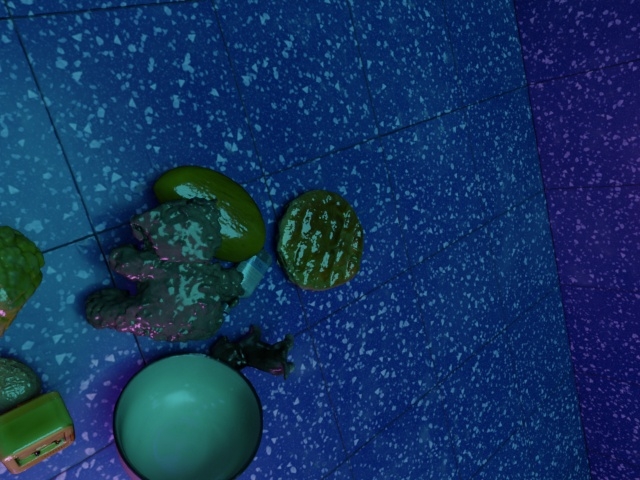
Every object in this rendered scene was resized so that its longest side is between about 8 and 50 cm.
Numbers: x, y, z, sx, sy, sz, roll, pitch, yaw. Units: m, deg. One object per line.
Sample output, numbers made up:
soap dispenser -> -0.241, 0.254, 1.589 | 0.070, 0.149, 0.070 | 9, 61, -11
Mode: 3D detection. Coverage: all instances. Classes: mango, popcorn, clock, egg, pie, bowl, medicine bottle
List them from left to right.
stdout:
popcorn -> -0.668, 0.104, 0.983 | 0.173, 0.225, 0.286 | 39, 68, -28
egg -> -0.662, 0.304, 1.061 | 0.140, 0.116, 0.118 | 24, 93, -3
clock -> -0.600, 0.402, 1.056 | 0.143, 0.202, 0.096 | -27, 73, -36
bowl -> -0.330, 0.473, 1.237 | 0.353, 0.354, 0.185 | -10, 141, -37
mango -> -0.272, -0.078, 1.331 | 0.332, 0.142, 0.195 | 51, 58, -26
medicine bottle -> -0.219, 0.112, 1.431 | 0.090, 0.053, 0.209 | 45, 68, -31
pie -> 0.000, 0.000, 1.582 | 0.339, 0.083, 0.340 | -2, 94, -35

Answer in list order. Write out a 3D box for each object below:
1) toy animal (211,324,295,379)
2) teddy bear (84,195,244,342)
toy animal -> -0.180, 0.324, 1.404 | 0.168, 0.233, 0.122 | -43, 138, -73
teddy bear -> -0.338, 0.066, 1.211 | 0.357, 0.224, 0.368 | 13, 93, -36
